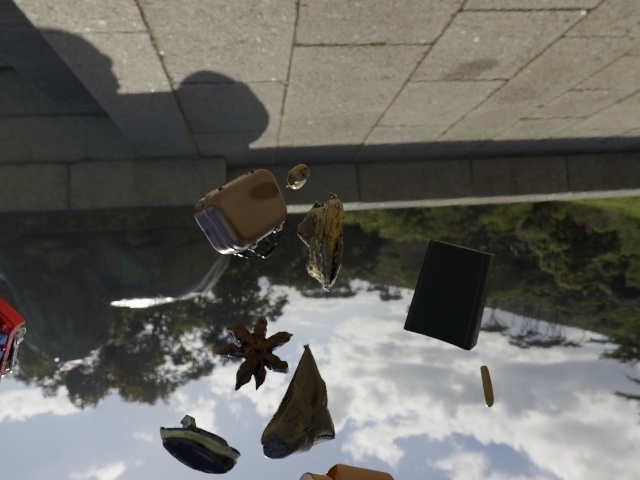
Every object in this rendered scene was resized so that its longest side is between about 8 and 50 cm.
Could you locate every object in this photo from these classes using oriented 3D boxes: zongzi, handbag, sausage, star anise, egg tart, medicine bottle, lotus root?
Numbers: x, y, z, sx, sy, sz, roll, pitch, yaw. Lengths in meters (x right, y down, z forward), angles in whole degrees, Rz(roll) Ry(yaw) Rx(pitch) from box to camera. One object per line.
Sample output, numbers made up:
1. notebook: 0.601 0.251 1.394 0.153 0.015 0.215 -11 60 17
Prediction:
1. zongzi: -0.060 0.370 1.355 0.112 0.242 0.221 -12 171 27
2. handbag: -0.241 -0.069 1.929 0.149 0.283 0.302 -20 -167 41
3. sausage: 0.408 0.356 1.423 0.024 0.024 0.132 -5 -151 11
4. star anise: -0.159 0.282 1.498 0.196 0.212 0.111 14 129 -28
5. egg tart: 0.000 0.000 1.632 0.132 0.297 0.297 2 176 2
6. medicine bottle: 0.063 0.549 1.202 0.222 0.112 0.149 19 -169 -21
7. lotus root: -0.076 -0.211 1.927 0.063 0.072 0.152 25 152 -17

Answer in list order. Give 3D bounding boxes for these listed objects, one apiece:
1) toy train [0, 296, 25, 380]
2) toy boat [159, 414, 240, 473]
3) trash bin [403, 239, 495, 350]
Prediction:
1. toy train: -0.606 0.203 1.033 0.131 0.082 0.204 -30 155 -57
2. toy boat: -0.347 0.589 1.698 0.262 0.114 0.115 35 -155 -14
3. trash bin: 0.313 0.124 1.392 0.165 0.226 0.115 15 -174 25
